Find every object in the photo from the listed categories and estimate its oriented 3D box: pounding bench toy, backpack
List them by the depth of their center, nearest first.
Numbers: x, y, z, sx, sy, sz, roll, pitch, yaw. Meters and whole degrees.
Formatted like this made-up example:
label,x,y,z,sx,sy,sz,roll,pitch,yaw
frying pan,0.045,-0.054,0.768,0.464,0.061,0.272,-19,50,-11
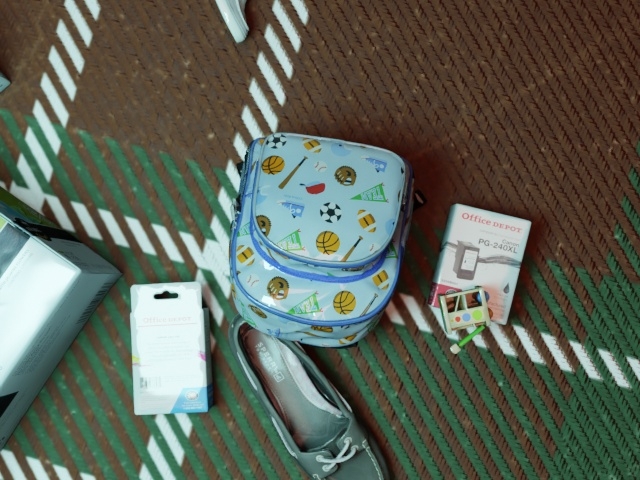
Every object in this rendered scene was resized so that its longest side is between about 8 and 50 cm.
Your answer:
label,x,y,z,sx,sy,sz,roll,pitch,yaw
backpack,0.000,0.000,1.162,0.276,0.213,0.263,7,71,3
pounding bench toy,0.198,0.107,1.185,0.065,0.052,0.083,-12,89,3

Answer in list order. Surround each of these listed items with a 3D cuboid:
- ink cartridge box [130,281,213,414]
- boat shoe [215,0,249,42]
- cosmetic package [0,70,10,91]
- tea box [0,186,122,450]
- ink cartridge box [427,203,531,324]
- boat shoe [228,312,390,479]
label,x,y,z,sx,sy,sz,roll,pitch,yaw
ink cartridge box,-0.210,0.151,1.257,0.104,0.061,0.181,-3,88,2
boat shoe,-0.129,-0.378,1.283,0.063,0.066,0.184,-19,77,2
cosmetic package,-0.584,-0.278,1.210,0.138,0.224,0.224,-40,86,0
tea box,-0.510,0.085,1.193,0.323,0.220,0.329,35,89,3
ink cartridge box,0.222,0.031,1.244,0.109,0.063,0.150,14,89,4
boat shoe,-0.021,0.239,1.228,0.112,0.095,0.335,-36,86,0
